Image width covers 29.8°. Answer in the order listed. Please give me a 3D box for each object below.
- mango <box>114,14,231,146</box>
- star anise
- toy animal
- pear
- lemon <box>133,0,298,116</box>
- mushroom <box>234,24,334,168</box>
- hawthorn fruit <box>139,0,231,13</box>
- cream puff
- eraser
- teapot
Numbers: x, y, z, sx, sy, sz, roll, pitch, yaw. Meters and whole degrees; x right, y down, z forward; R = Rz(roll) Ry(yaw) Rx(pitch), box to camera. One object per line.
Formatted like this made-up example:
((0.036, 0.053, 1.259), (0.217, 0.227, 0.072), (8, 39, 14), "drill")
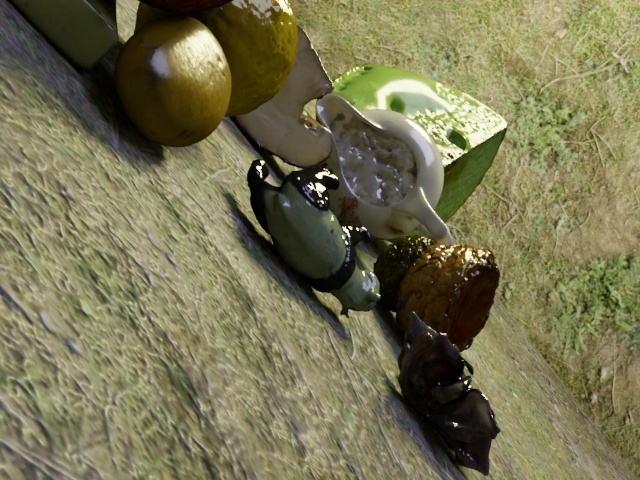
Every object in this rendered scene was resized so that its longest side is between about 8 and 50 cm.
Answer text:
((-0.156, -0.164, 1.228), (0.195, 0.098, 0.137), (-9, 93, -73), "mango")
((0.149, 0.181, 1.478), (0.231, 0.089, 0.209), (54, -4, -26), "star anise")
((0.000, 0.000, 1.425), (0.225, 0.093, 0.121), (57, 16, -34), "toy animal")
((0.113, -0.166, 2.130), (0.318, 0.238, 0.342), (40, 42, 18), "pear")
((-0.122, -0.242, 1.419), (0.192, 0.192, 0.231), (54, 3, 10), "lemon")
((-0.079, -0.237, 1.769), (0.286, 0.156, 0.151), (63, -4, -10), "mushroom")
((-0.168, -0.340, 1.245), (0.253, 0.205, 0.205), (22, -8, 32), "hawthorn fruit")
((0.152, 0.068, 1.755), (0.169, 0.183, 0.183), (26, -3, 27), "cream puff")
((-0.260, -0.254, 1.221), (0.117, 0.058, 0.172), (47, 12, -28), "eraser")
((0.097, -0.097, 1.849), (0.298, 0.204, 0.139), (44, -10, 5), "teapot")
